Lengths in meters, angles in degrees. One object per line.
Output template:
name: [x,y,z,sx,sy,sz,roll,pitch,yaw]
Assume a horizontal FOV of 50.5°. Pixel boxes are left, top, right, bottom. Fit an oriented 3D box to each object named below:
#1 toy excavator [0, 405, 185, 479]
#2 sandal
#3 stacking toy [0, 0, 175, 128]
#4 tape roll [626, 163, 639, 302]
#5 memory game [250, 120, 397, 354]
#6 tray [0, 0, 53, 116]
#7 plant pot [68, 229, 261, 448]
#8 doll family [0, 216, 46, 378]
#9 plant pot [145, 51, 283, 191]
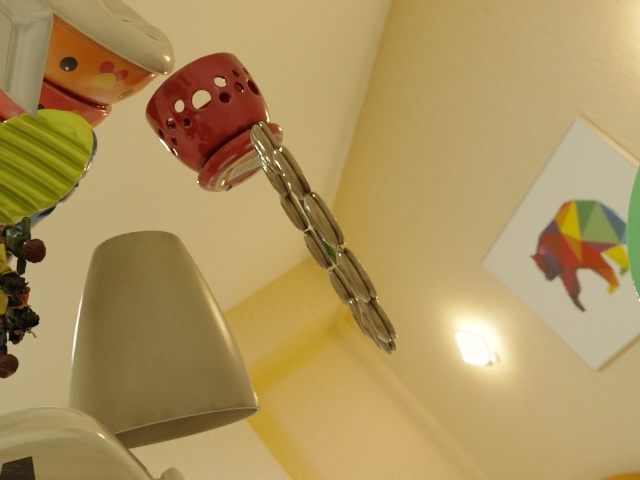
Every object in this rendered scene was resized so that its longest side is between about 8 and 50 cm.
toy excavator: [-0.289,0.143,0.419,0.445,0.222,0.432,-12,-62,-28]
sandal: [-0.419,-0.045,0.894,0.317,0.126,0.138,-47,6,-4]
stacking toy: [-0.510,-0.238,1.161,0.480,0.350,0.351,-52,-22,12]
tape roll: [0.453,-0.023,0.712,0.077,0.321,0.321,4,-36,-10]
memory game: [0.000,0.000,0.473,0.012,0.186,0.186,-31,-22,-5]
tray: [-0.410,-0.275,0.785,0.030,0.270,0.145,-28,-25,-49]
plant pot: [-0.237,0.135,0.960,0.257,0.273,0.256,-13,-19,-5]
doll family: [-0.353,0.070,0.758,0.076,0.111,0.192,-13,-68,-47]
plant pot: [-0.169,-0.192,1.142,0.191,0.174,0.191,-36,-9,-7]
